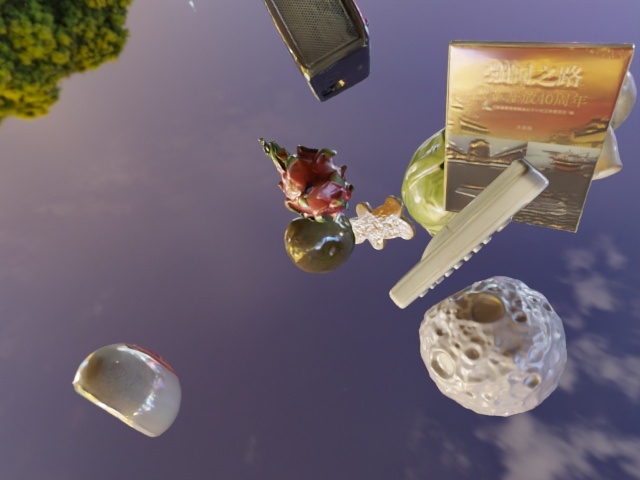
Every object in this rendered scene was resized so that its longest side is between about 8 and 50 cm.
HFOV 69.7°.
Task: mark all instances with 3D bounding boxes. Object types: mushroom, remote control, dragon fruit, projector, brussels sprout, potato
[{"bbox_3d":[0.784,-0.376,1.393,0.315,0.355,0.315,-28,-165,8],"label":"mushroom"},{"bbox_3d":[0.176,-0.006,0.572,0.230,0.049,0.090,-48,171,25],"label":"remote control"},{"bbox_3d":[-0.035,-0.136,0.941,0.135,0.236,0.137,-43,-177,-24],"label":"dragon fruit"},{"bbox_3d":[-0.018,-0.696,1.446,0.242,0.404,0.395,-28,-178,9],"label":"projector"},{"bbox_3d":[0.471,-0.206,1.715,0.343,0.424,0.361,-6,177,-39],"label":"brussels sprout"},{"bbox_3d":[0.000,0.000,1.278,0.160,0.235,0.177,-28,-109,39],"label":"potato"}]

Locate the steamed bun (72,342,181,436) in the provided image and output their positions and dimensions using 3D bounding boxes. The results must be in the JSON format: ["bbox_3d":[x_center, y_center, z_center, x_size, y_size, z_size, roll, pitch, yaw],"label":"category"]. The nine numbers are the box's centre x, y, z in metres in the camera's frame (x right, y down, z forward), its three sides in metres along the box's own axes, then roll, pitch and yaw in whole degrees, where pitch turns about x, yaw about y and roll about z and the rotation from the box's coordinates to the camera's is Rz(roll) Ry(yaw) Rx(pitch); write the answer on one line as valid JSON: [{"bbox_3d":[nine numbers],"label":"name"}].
[{"bbox_3d":[-0.482,0.371,1.196,0.283,0.283,0.177,12,-123,34],"label":"steamed bun"}]

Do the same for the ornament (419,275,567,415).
[{"bbox_3d":[0.417,0.259,1.114,0.338,0.337,0.337,-13,-139,11],"label":"ornament"}]

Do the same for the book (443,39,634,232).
[{"bbox_3d":[0.360,-0.174,0.834,0.263,0.373,0.028,12,-130,24],"label":"book"}]

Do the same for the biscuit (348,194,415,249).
[{"bbox_3d":[0.170,-0.050,1.395,0.240,0.158,0.035,-15,-168,42],"label":"biscuit"}]
